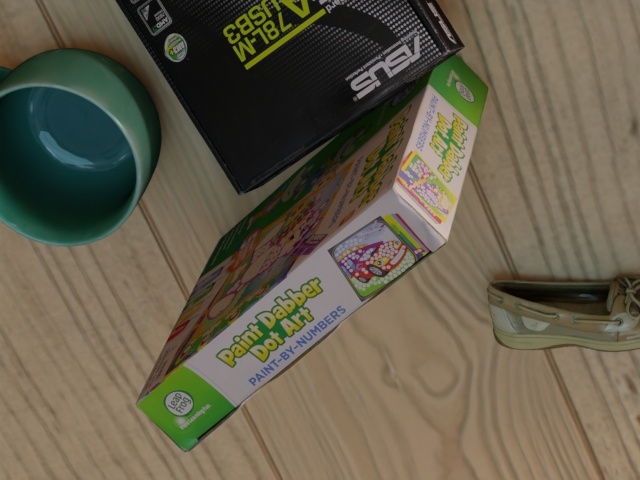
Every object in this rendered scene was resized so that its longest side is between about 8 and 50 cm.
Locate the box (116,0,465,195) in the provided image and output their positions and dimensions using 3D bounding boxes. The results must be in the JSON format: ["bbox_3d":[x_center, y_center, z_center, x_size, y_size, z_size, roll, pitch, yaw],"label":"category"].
[{"bbox_3d":[-0.027,-0.157,1.332,0.191,0.045,0.184,-32,86,24],"label":"box"}]

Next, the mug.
[{"bbox_3d":[-0.188,-0.085,1.400,0.129,0.097,0.157,-22,111,21],"label":"mug"}]

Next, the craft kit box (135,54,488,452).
[{"bbox_3d":[0.000,0.000,1.324,0.247,0.250,0.061,-38,104,25],"label":"craft kit box"}]

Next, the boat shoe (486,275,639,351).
[{"bbox_3d":[0.200,0.048,1.425,0.153,0.056,0.048,-2,122,20],"label":"boat shoe"}]
